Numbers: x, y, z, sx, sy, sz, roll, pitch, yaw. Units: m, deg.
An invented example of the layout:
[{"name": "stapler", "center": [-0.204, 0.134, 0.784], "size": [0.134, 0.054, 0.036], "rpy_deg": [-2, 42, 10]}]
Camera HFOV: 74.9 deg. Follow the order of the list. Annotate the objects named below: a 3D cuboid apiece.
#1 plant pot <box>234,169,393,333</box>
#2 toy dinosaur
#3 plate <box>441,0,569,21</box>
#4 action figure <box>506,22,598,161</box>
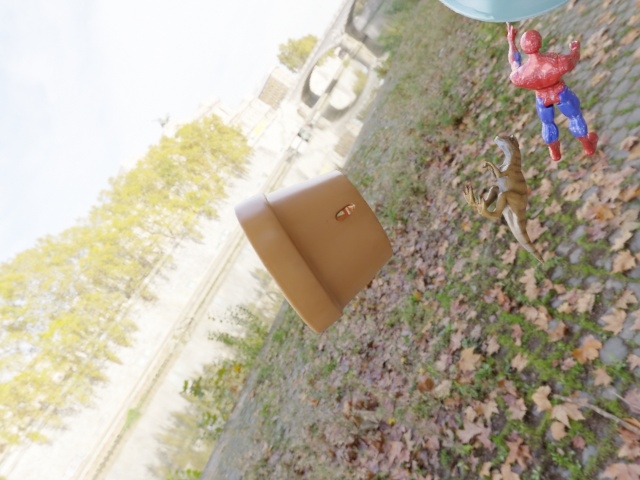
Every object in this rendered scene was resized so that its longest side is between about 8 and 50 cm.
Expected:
[{"name": "plant pot", "center": [0.000, 0.000, 0.804], "size": [0.204, 0.290, 0.291], "rpy_deg": [-34, 11, -1]}, {"name": "toy dinosaur", "center": [0.283, -0.056, 0.624], "size": [0.064, 0.113, 0.211], "rpy_deg": [-177, 78, -86]}, {"name": "plate", "center": [0.184, -0.302, 0.388], "size": [0.188, 0.188, 0.024], "rpy_deg": [-55, -15, 10]}, {"name": "action figure", "center": [0.374, -0.257, 0.673], "size": [0.092, 0.281, 0.138], "rpy_deg": [-7, 65, 40]}]
